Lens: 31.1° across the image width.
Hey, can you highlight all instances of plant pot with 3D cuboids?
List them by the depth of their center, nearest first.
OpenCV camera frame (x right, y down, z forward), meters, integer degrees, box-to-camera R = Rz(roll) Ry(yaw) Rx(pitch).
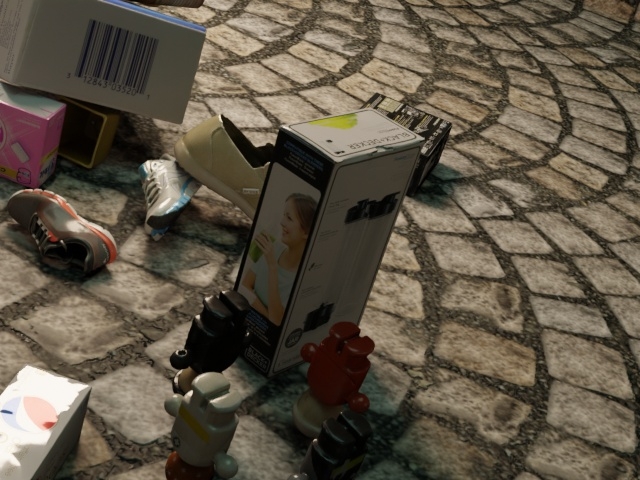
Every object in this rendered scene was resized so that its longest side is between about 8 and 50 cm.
[{"bbox_3d":[-0.332,-0.160,1.647,0.081,0.082,0.083,24,18,11],"label":"plant pot"}]

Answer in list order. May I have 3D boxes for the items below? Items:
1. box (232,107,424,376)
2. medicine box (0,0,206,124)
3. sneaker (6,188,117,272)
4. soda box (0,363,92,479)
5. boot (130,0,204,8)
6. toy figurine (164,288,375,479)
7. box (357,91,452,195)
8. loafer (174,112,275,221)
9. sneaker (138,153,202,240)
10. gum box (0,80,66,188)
[{"bbox_3d":[0.000,0.000,1.333,0.087,0.290,0.169,35,34,28],"label":"box"},{"bbox_3d":[-0.355,-0.293,1.679,0.263,0.149,0.289,11,12,-36],"label":"medicine box"},{"bbox_3d":[-0.327,-0.011,1.410,0.157,0.061,0.065,26,36,15],"label":"sneaker"},{"bbox_3d":[-0.284,0.203,1.046,0.073,0.069,0.216,19,28,2],"label":"soda box"},{"bbox_3d":[-0.318,-0.410,1.721,0.220,0.109,0.283,7,20,-32],"label":"boot"},{"bbox_3d":[-0.054,0.175,1.162,0.213,0.148,0.210,15,34,-10],"label":"toy figurine"},{"bbox_3d":[0.121,-0.162,1.905,0.147,0.078,0.180,23,29,9],"label":"box"},{"bbox_3d":[-0.072,-0.078,1.578,0.268,0.092,0.102,32,24,-16],"label":"loafer"},{"bbox_3d":[-0.214,-0.064,1.534,0.083,0.071,0.191,40,19,-10],"label":"sneaker"},{"bbox_3d":[-0.446,-0.156,1.542,0.188,0.107,0.062,20,28,4],"label":"gum box"}]
